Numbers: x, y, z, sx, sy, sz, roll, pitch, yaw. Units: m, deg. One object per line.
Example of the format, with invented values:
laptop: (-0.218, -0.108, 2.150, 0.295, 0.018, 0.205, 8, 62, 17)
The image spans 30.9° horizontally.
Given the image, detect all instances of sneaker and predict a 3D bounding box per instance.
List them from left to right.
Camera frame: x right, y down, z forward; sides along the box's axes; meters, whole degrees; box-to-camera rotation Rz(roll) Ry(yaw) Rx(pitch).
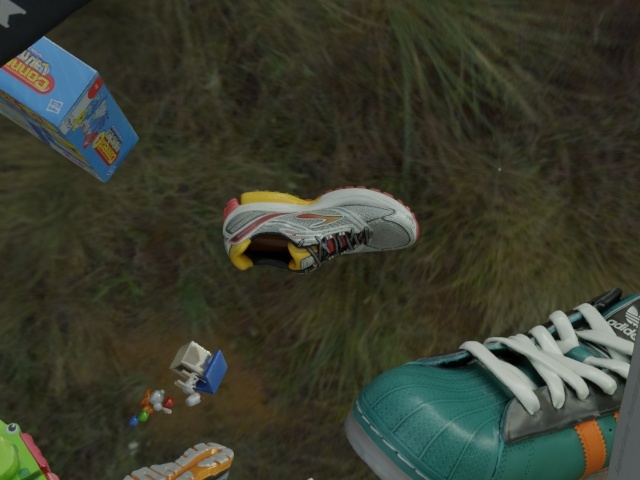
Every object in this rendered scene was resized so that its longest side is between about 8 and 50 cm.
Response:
sneaker: (-0.205, 0.362, 1.656, 0.084, 0.214, 0.083, 21, 114, 38)
sneaker: (0.000, 0.000, 1.319, 0.225, 0.093, 0.088, -3, 136, 5)
sneaker: (0.142, 0.078, 0.640, 0.108, 0.302, 0.121, 44, 117, 39)

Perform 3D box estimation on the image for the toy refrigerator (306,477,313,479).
toy refrigerator: (0.025, 0.370, 1.105, 0.102, 0.094, 0.270, -32, 75, -7)

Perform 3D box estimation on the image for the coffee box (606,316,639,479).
coffee box: (0.288, 0.174, 0.322, 0.338, 0.334, 0.338, -9, 133, -7)

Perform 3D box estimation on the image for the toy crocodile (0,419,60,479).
toy crocodile: (-0.337, 0.315, 1.367, 0.105, 0.115, 0.340, -29, 51, -18)

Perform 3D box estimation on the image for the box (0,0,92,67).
box: (-0.258, -0.234, 0.568, 0.395, 0.293, 0.212, -27, 47, 31)

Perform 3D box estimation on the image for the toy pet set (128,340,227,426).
toy pet set: (-0.171, 0.193, 1.476, 0.065, 0.122, 0.114, 36, 56, -16)

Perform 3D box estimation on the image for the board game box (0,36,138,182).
board game box: (-0.416, -0.226, 1.568, 0.308, 0.302, 0.086, 33, 82, 7)
